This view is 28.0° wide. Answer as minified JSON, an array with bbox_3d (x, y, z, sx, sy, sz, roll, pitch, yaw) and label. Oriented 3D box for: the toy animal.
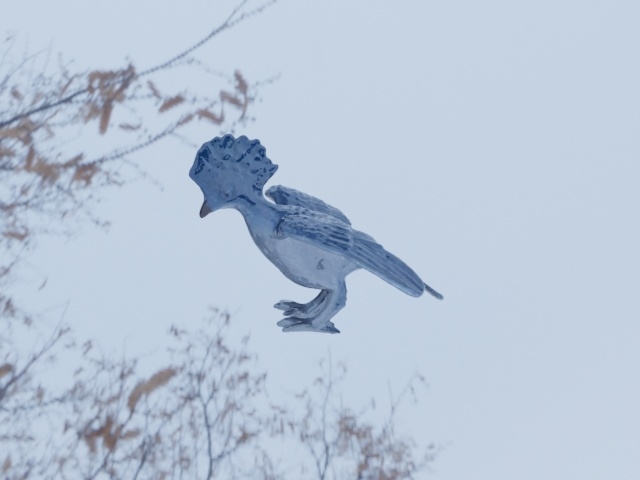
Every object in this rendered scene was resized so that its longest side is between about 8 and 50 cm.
[{"bbox_3d":[0.000,0.000,1.191,0.255,0.239,0.176,4,-75,-15],"label":"toy animal"}]
